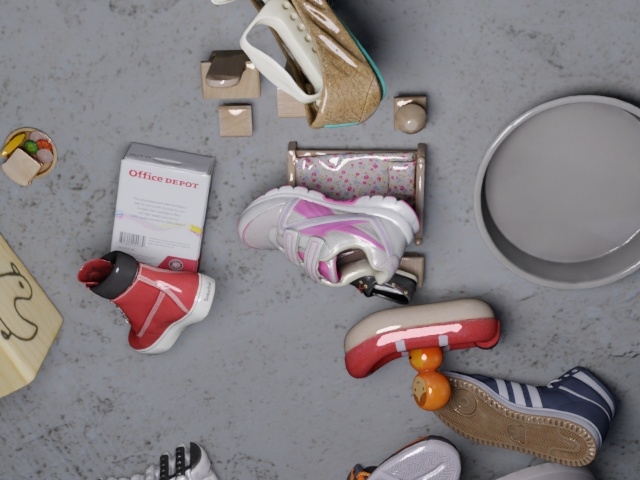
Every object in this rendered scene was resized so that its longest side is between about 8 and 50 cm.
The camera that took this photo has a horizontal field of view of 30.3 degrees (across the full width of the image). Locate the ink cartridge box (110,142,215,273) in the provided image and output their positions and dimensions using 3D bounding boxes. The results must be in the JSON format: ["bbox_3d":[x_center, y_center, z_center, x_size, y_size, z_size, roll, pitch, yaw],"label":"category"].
[{"bbox_3d":[-0.226,-0.040,1.691,0.127,0.072,0.175,11,115,-2],"label":"ink cartridge box"}]

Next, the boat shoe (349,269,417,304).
[{"bbox_3d":[0.072,0.057,1.693,0.133,0.042,0.049,16,149,4],"label":"boat shoe"}]

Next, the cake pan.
[{"bbox_3d":[0.360,-0.071,1.661,0.293,0.054,0.293,1,115,2],"label":"cake pan"}]

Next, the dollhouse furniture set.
[{"bbox_3d":[-0.006,-0.071,1.613,0.303,0.174,0.355,0,115,3],"label":"dollhouse furniture set"}]

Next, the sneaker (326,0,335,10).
[{"bbox_3d":[-0.059,-0.386,1.527,0.110,0.107,0.275,-12,110,29],"label":"sneaker"}]

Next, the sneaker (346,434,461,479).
[{"bbox_3d":[0.098,0.380,1.810,0.124,0.180,0.321,34,115,-10],"label":"sneaker"}]

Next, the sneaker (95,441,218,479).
[{"bbox_3d":[-0.293,0.433,1.903,0.292,0.110,0.118,-22,121,13],"label":"sneaker"}]

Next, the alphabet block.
[{"bbox_3d":[-0.524,0.122,1.718,0.193,0.192,0.197,-26,112,16],"label":"alphabet block"}]

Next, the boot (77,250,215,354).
[{"bbox_3d":[-0.275,0.085,1.687,0.176,0.088,0.244,18,151,-20],"label":"boot"}]

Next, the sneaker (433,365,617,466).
[{"bbox_3d":[0.310,0.244,1.797,0.282,0.153,0.099,16,121,29],"label":"sneaker"}]

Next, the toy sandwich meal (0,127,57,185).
[{"bbox_3d":[-0.419,-0.120,1.687,0.085,0.029,0.085,1,115,2],"label":"toy sandwich meal"}]

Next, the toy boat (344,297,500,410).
[{"bbox_3d":[0.151,0.172,1.713,0.231,0.151,0.151,-8,80,7],"label":"toy boat"}]

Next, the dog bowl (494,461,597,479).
[{"bbox_3d":[0.292,0.482,1.797,0.349,0.102,0.349,-18,141,-15],"label":"dog bowl"}]

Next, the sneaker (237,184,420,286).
[{"bbox_3d":[0.000,0.000,1.578,0.252,0.111,0.103,2,143,21],"label":"sneaker"}]

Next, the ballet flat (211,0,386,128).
[{"bbox_3d":[-0.055,-0.278,1.407,0.124,0.116,0.342,-30,91,-23],"label":"ballet flat"}]
